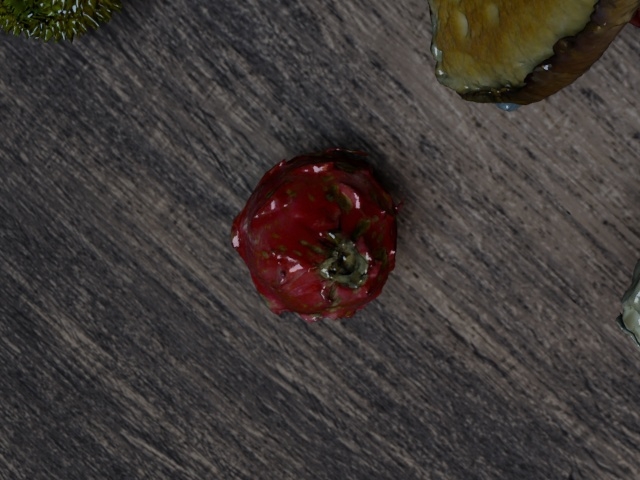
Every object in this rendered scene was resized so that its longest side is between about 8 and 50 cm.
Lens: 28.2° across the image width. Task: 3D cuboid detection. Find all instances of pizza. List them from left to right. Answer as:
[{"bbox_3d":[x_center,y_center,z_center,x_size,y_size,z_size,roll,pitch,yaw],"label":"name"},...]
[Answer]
[{"bbox_3d":[0.204,-0.292,1.340,0.080,0.435,0.391,-12,134,-19],"label":"pizza"}]

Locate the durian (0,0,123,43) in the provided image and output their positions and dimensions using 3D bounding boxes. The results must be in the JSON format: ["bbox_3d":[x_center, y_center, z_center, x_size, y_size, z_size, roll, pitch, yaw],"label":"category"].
[{"bbox_3d":[-0.329,-0.371,1.506,0.291,0.225,0.291,36,149,26],"label":"durian"}]

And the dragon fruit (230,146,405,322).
[{"bbox_3d":[0.000,0.000,1.512,0.210,0.268,0.205,-5,108,-12],"label":"dragon fruit"}]

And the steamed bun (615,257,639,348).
[{"bbox_3d":[0.496,0.044,1.378,0.394,0.237,0.346,-2,90,-7],"label":"steamed bun"}]

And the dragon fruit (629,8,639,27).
[{"bbox_3d":[0.311,-0.382,1.235,0.228,0.286,0.329,30,113,1],"label":"dragon fruit"}]

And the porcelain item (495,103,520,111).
[{"bbox_3d":[0.236,-0.181,1.488,0.083,0.028,0.036,-36,79,28],"label":"porcelain item"}]
